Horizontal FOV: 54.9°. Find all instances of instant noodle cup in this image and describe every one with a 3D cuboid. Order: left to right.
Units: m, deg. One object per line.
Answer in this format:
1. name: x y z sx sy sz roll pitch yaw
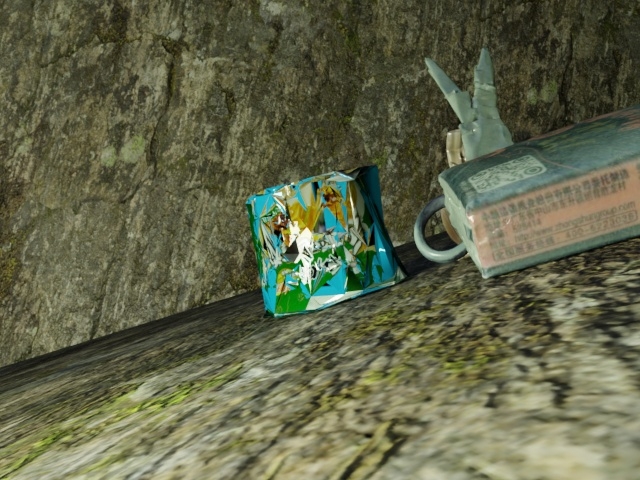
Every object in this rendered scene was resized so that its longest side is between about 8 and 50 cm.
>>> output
1. instant noodle cup: 0.000 0.000 0.911 0.240 0.178 0.240 -16 0 0

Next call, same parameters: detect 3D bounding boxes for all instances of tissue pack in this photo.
1. tissue pack: 0.298 -0.070 0.663 0.315 0.103 0.228 -17 14 8

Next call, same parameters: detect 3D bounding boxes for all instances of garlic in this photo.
1. garlic: 0.240 -0.075 0.914 0.131 0.194 0.127 -6 -9 -33

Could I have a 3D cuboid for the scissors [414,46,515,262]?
1. scissors: 0.230 -0.148 0.882 0.256 0.383 0.029 -15 -35 9
